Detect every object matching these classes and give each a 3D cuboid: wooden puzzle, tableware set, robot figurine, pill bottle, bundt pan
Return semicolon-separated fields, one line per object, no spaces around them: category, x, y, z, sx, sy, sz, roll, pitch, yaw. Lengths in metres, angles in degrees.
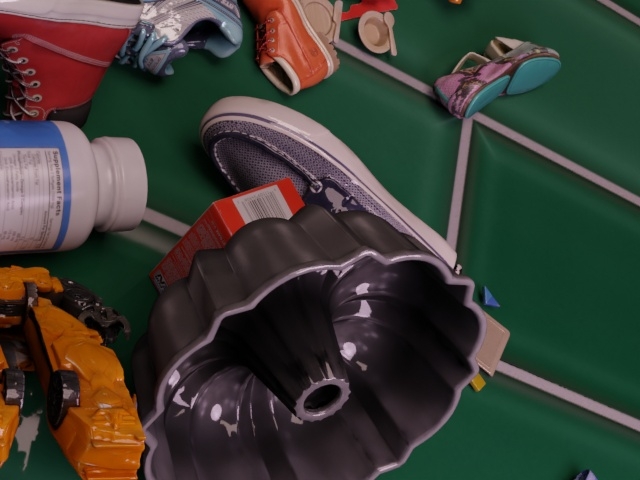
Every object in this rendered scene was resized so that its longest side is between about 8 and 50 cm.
wooden puzzle;0.186;0.115;1.249;0.078;0.014;0.116;47;53;-10
tableware set;0.035;-0.305;1.327;0.168;0.020;0.141;3;81;-35
robot figurine;-0.252;0.102;0.864;0.211;0.291;0.085;7;110;-28
pill bottle;-0.278;-0.048;0.971;0.221;0.124;0.124;-4;70;-34
bundt pan;-0.023;0.103;0.961;0.331;0.331;0.124;0;36;-31

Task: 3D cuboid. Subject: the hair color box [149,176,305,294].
hair color box;-0.089;0.008;1.031;0.093;0.167;0.053;-22;79;-37

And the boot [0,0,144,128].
boot;-0.282;-0.164;0.973;0.088;0.176;0.244;40;21;23

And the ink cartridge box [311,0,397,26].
ink cartridge box;-0.002;-0.388;1.343;0.181;0.056;0.225;-21;79;-36

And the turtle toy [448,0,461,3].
turtle toy;0.177;-0.374;1.436;0.130;0.066;0.095;46;53;-4

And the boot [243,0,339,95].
boot;-0.054;-0.243;1.242;0.084;0.059;0.158;-40;93;-33

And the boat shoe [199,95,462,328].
boat shoe;0.000;0.000;1.113;0.340;0.127;0.158;35;47;-14

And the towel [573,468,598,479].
towel;0.276;0.408;1.155;0.285;0.034;0.209;-34;89;-38

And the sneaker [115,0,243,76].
sneaker;-0.196;-0.235;1.119;0.283;0.110;0.122;-15;80;-35

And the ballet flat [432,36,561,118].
ballet flat;0.230;-0.225;1.403;0.221;0.077;0.079;-28;65;-37
